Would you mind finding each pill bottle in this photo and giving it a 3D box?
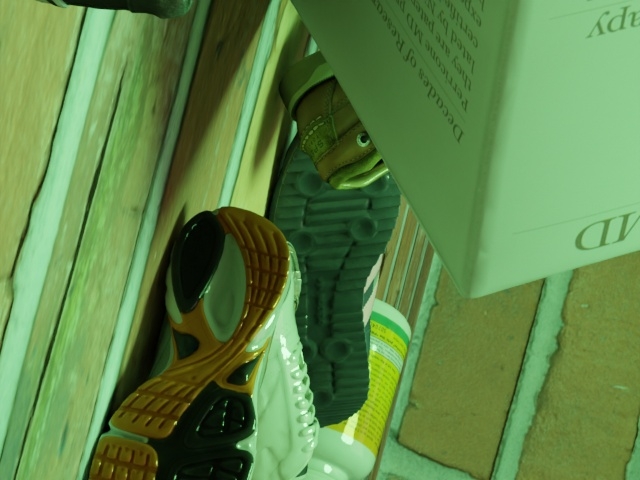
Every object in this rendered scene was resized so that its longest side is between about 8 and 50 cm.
[{"bbox_3d":[0.006,0.161,1.890,0.117,0.117,0.208,86,20,-66],"label":"pill bottle"}]

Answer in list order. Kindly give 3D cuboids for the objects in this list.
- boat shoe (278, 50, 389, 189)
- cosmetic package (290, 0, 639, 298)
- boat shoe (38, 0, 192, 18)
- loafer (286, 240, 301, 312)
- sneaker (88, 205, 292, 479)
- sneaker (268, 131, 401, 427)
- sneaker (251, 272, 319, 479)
[{"bbox_3d":[0.126,-0.124,1.548,0.111,0.307,0.104,84,-17,-69],"label":"boat shoe"},{"bbox_3d":[0.188,-0.240,1.246,0.394,0.329,0.327,94,-26,-49],"label":"cosmetic package"},{"bbox_3d":[-0.046,-0.206,0.890,0.306,0.105,0.113,-66,168,-49],"label":"boat shoe"},{"bbox_3d":[-0.036,0.060,1.630,0.039,0.045,0.125,54,-40,47],"label":"loafer"},{"bbox_3d":[-0.080,0.115,1.293,0.121,0.099,0.262,99,9,-62],"label":"sneaker"},{"bbox_3d":[0.000,0.000,1.703,0.131,0.112,0.319,-101,-163,-57],"label":"sneaker"},{"bbox_3d":[-0.041,0.127,1.580,0.090,0.094,0.235,-46,148,-72],"label":"sneaker"}]
